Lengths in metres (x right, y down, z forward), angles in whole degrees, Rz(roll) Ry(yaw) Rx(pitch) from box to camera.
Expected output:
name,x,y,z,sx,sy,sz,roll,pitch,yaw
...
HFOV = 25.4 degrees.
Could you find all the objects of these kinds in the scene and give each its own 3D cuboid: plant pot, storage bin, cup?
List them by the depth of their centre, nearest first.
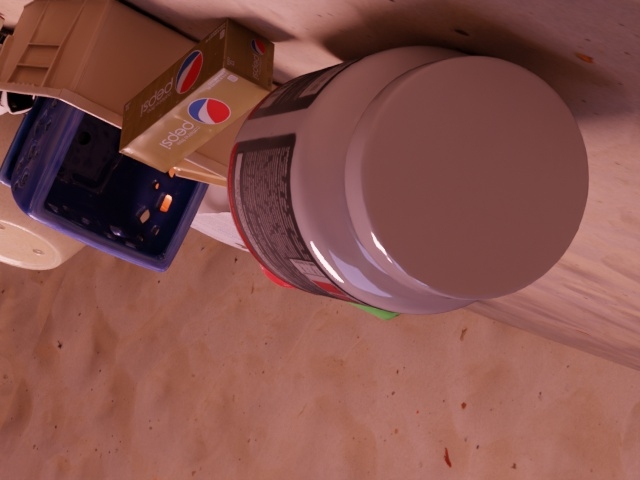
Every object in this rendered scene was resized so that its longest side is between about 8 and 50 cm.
name,x,y,z,sx,sy,sz,roll,pitch,yaw
storage bin,-0.201,-0.165,1.580,0.262,0.123,0.260,24,175,-31
plant pot,-0.298,-0.121,1.961,0.236,0.236,0.212,25,-178,-35
cup,-0.442,-0.095,2.188,0.331,0.237,0.331,13,155,6

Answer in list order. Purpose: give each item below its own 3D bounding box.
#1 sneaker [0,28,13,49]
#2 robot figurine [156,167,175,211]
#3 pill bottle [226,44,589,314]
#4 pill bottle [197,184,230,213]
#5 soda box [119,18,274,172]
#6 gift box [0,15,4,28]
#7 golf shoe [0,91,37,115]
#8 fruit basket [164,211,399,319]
name,x,y,z,sx,sy,sz,roll,pitch,yaw
sneaker,-0.445,-0.277,1.973,0.158,0.061,0.065,20,155,-22
robot figurine,-0.244,-0.108,2.446,0.128,0.158,0.219,6,-179,-19
pill bottle,0.059,-0.048,1.153,0.210,0.210,0.363,23,176,-15
pill bottle,-0.092,-0.055,2.279,0.136,0.136,0.245,20,175,30
soda box,-0.122,-0.136,1.373,0.058,0.061,0.181,24,142,-31
gift box,-0.600,-0.236,1.812,0.276,0.258,0.255,19,174,26
golf shoe,-0.430,-0.206,1.942,0.077,0.094,0.198,18,150,-23
fruit basket,0.000,0.000,2.082,0.353,0.165,0.327,8,167,45
